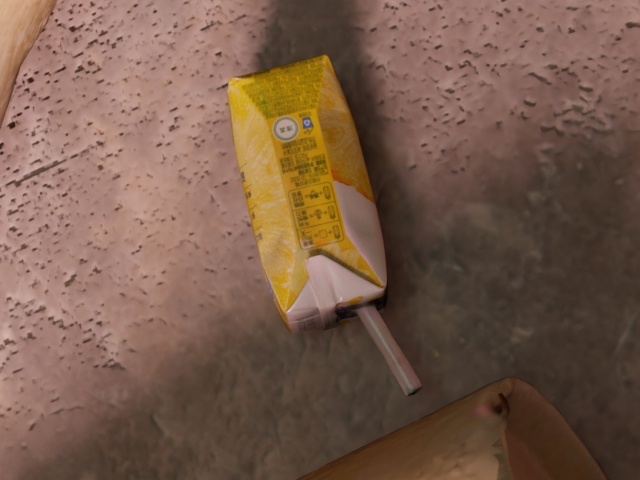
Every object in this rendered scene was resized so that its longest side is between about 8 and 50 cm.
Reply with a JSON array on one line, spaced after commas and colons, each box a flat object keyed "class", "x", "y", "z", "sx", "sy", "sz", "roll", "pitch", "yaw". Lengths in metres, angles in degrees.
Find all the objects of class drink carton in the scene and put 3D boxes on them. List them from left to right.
[{"class": "drink carton", "x": 0.000, "y": 0.000, "z": 1.044, "sx": 0.074, "sy": 0.084, "sz": 0.200, "roll": -12, "pitch": 75, "yaw": -3}]

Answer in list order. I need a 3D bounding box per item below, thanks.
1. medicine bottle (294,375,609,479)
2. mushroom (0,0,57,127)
[{"class": "medicine bottle", "x": -0.026, "y": 0.259, "z": 0.927, "sx": 0.406, "sy": 0.235, "sz": 0.236, "roll": -28, "pitch": 72, "yaw": 16}, {"class": "mushroom", "x": -0.270, "y": -0.061, "z": 1.144, "sx": 0.095, "sy": 0.123, "sz": 0.351, "roll": 31, "pitch": 89, "yaw": 10}]
